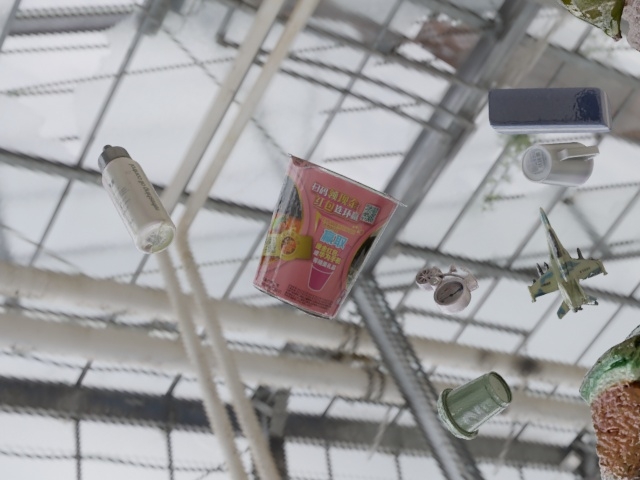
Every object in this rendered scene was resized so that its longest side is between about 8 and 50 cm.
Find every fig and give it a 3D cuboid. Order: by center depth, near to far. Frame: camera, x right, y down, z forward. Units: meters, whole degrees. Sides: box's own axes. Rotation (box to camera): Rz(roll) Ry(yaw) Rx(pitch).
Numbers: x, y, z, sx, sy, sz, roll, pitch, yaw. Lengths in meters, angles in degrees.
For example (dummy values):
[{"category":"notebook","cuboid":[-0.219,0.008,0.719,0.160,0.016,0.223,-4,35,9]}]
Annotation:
[{"category":"fig","cuboid":[0.430,-0.397,1.783,0.184,0.127,0.133,21,-163,-34]}]

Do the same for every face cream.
[{"category":"face cream","cuboid":[-0.392,-0.101,2.393,0.092,0.092,0.311,8,-147,-38]}]

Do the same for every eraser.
[{"category":"eraser","cuboid":[0.415,-0.236,2.096,0.225,0.036,0.082,-1,-115,3]}]

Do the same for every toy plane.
[{"category":"toy plane","cuboid":[0.563,0.047,2.728,0.088,0.192,0.262,63,-173,-82]}]

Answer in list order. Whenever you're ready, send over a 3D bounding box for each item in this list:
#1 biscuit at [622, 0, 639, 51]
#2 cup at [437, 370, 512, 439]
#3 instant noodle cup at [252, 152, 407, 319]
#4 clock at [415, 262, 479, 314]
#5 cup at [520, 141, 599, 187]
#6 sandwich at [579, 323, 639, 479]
[{"category":"biscuit","cuboid":[0.557,-0.372,1.868,0.043,0.278,0.302,-13,-95,-17]},{"category":"cup","cuboid":[0.329,0.342,2.439,0.120,0.141,0.120,40,-152,-27]},{"category":"instant noodle cup","cuboid":[0.000,0.000,2.098,0.243,0.255,0.244,24,180,0]},{"category":"clock","cuboid":[0.229,0.081,2.111,0.129,0.087,0.041,37,166,50]},{"category":"cup","cuboid":[0.390,-0.127,1.855,0.116,0.104,0.074,-2,-105,-45]},{"category":"sandwich","cuboid":[0.534,0.279,2.026,0.162,0.301,0.250,14,169,1]}]
